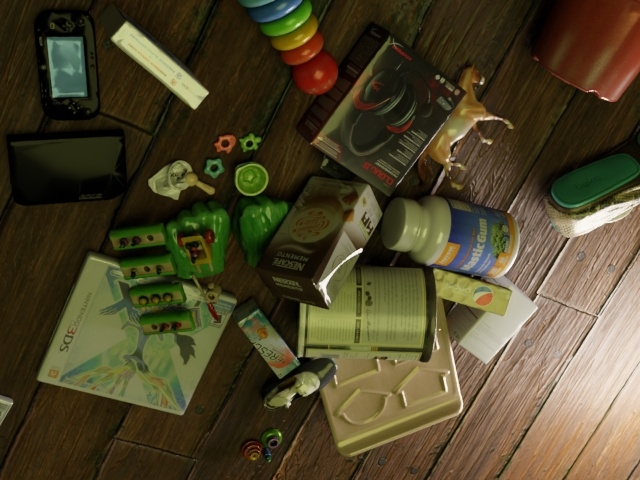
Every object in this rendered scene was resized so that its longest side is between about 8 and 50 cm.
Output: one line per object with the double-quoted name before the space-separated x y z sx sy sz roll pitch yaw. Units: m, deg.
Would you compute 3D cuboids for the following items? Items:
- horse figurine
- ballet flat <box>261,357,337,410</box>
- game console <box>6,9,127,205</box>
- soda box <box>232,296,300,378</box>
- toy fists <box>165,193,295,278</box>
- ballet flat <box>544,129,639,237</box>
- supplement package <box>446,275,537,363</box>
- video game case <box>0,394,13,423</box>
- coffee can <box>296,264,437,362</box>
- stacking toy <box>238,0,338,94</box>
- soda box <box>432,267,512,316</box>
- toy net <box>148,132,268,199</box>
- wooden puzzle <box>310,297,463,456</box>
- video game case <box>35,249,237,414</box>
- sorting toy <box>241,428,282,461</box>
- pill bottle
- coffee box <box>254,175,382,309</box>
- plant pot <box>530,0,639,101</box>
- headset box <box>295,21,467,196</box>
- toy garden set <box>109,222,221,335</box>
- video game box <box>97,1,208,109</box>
"horse figurine" 0.286 -0.220 1.972 0.263 0.066 0.174 -48 125 4
"ballet flat" -0.051 0.321 2.057 0.203 0.074 0.074 -29 123 28
"game console" -0.470 -0.239 1.721 0.213 0.044 0.361 -6 115 -16
"soda box" -0.117 0.211 2.034 0.058 0.063 0.183 -35 120 -1
"toy fists" -0.176 -0.020 1.893 0.279 0.096 0.142 -8 124 -17
"ballet flat" 0.729 -0.153 2.119 0.482 0.164 0.182 -29 141 2
"supplement package" 0.386 0.171 2.160 0.105 0.105 0.179 37 98 -27
"video game case" -0.753 0.363 1.913 0.190 0.022 0.173 27 103 -27
"coffee can" 0.090 0.148 1.959 0.275 0.201 0.202 3 113 -3
"stacking toy" -0.065 -0.406 1.737 0.141 0.141 0.330 -32 124 -3
"soda box" 0.320 0.109 2.055 0.181 0.058 0.061 17 94 -1
"toy net" -0.222 -0.138 1.849 0.232 0.045 0.122 -10 117 -14
"wooden puzzle" 0.145 0.289 2.155 0.322 0.080 0.348 -19 113 -9
"video game case" -0.379 0.200 1.956 0.329 0.036 0.300 19 106 -25
"sorting toy" -0.130 0.479 2.164 0.102 0.042 0.061 -26 119 -6
"pill bottle" 0.274 -0.013 2.012 0.272 0.152 0.152 10 110 -23
"coffee box" 0.000 0.000 1.859 0.246 0.141 0.098 -60 143 -29
"plant pot" 0.569 -0.438 1.870 0.272 0.272 0.265 17 115 -24
"headset box" 0.111 -0.246 1.874 0.218 0.110 0.293 32 100 -28
"toy garden set" -0.286 0.083 1.838 0.203 0.049 0.244 -7 118 13
"video game box" -0.295 -0.326 1.648 0.048 0.205 0.187 -46 120 4
